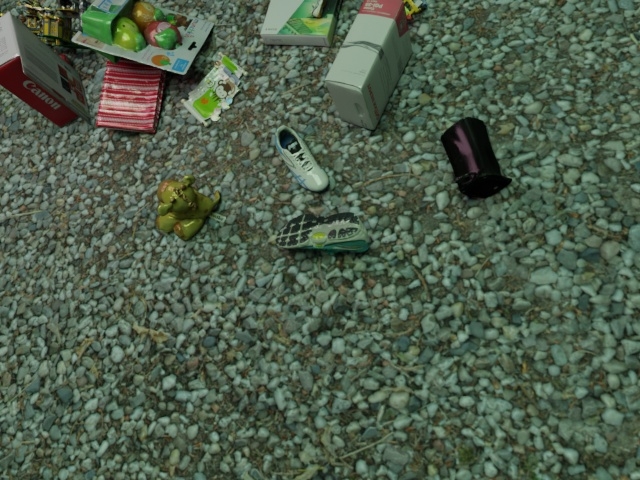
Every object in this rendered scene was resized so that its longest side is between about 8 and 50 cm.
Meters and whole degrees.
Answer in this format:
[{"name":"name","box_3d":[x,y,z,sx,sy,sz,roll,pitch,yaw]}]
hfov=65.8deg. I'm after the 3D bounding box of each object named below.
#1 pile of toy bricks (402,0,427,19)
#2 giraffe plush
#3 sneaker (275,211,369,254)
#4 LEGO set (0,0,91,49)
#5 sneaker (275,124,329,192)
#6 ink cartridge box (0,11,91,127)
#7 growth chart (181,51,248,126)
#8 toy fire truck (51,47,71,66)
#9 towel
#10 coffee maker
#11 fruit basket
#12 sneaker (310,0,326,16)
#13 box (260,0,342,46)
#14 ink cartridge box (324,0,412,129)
[{"name":"pile of toy bricks","box_3d":[0.224,-0.745,1.505,0.105,0.118,0.212,-40,81,30]},{"name":"giraffe plush","box_3d":[-0.397,-0.108,1.408,0.210,0.170,0.181,4,72,17]},{"name":"sneaker","box_3d":[0.000,0.000,1.298,0.275,0.110,0.107,0,53,34]},{"name":"LEGO set","box_3d":[-0.969,-0.796,1.728,0.331,0.255,0.192,10,100,21]},{"name":"sneaker","box_3d":[-0.059,-0.231,1.404,0.085,0.086,0.237,-36,67,0]},{"name":"ink cartridge box","box_3d":[-0.925,-0.524,1.622,0.130,0.309,0.272,-28,66,5]},{"name":"growth chart","box_3d":[-0.340,-0.489,1.606,0.172,0.021,0.237,36,85,22]},{"name":"toy fire truck","box_3d":[-1.011,-0.669,1.840,0.192,0.047,0.135,-8,68,12]},{"name":"towel","box_3d":[-0.623,-0.495,1.635,0.199,0.031,0.275,5,79,-2]},{"name":"coffee maker","box_3d":[0.377,-0.212,1.229,0.120,0.171,0.178,-25,64,24]},{"name":"fruit basket","box_3d":[-0.558,-0.683,1.594,0.353,0.165,0.327,12,51,0]},{"name":"sneaker","box_3d":[-0.007,-0.731,1.529,0.037,0.032,0.083,16,76,19]},{"name":"box","box_3d":[-0.044,-0.779,1.602,0.232,0.058,0.322,8,76,18]},{"name":"ink cartridge box","box_3d":[0.139,-0.485,1.368,0.117,0.207,0.283,21,78,22]}]
